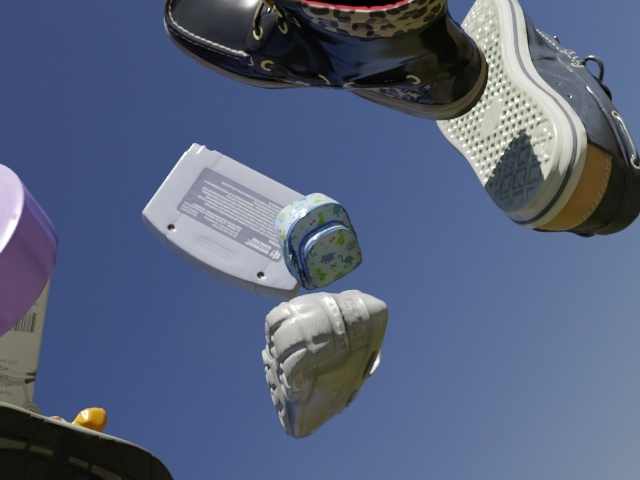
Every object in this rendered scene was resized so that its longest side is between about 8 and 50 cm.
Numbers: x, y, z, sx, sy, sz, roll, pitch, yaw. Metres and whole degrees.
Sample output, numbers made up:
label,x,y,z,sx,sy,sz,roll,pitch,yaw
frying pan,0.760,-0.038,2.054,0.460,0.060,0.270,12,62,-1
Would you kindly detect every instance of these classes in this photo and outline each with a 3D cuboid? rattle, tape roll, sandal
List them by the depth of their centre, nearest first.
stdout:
label,x,y,z,sx,sy,sz,roll,pitch,yaw
sandal,-0.289,0.262,1.303,0.086,0.303,0.120,-14,47,62
tape roll,-0.469,0.028,1.428,0.275,0.275,0.090,-50,-44,-22
rattle,-0.433,0.336,2.093,0.143,0.130,0.199,-30,-30,-26

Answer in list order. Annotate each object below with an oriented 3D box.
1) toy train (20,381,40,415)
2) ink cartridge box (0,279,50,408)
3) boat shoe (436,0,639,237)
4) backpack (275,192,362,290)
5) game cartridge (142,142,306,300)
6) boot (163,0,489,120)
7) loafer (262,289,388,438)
label,x,y,z,sx,sy,sz,roll,pitch,yaw
toy train,-0.417,0.315,1.643,0.105,0.248,0.143,-2,-15,-20
ink cartridge box,-0.562,0.169,1.778,0.223,0.129,0.307,12,-96,-47
boat shoe,0.261,-0.159,1.421,0.186,0.156,0.500,-61,22,26
backpack,0.000,0.000,1.553,0.105,0.084,0.114,-29,-59,-15
game cartridge,-0.139,-0.025,1.931,0.196,0.294,0.060,-57,-12,-27
boot,-0.019,-0.246,1.178,0.284,0.378,0.138,47,-116,-73
loafer,0.006,0.124,1.130,0.112,0.112,0.319,-16,-14,-9
